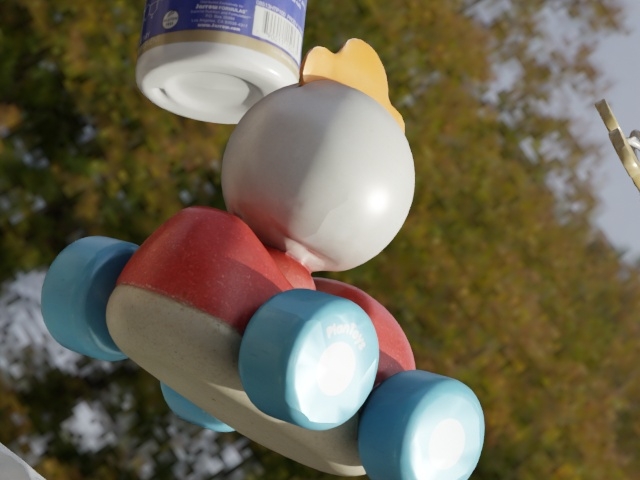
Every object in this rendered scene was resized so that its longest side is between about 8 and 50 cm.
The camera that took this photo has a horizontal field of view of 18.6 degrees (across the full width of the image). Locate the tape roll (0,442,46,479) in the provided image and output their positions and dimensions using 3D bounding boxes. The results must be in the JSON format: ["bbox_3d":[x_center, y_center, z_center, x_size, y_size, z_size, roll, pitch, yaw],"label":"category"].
[{"bbox_3d":[-0.181,0.221,1.165,0.286,0.100,0.286,37,-20,16],"label":"tape roll"}]

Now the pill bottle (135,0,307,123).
[{"bbox_3d":[-0.062,-0.185,1.341,0.112,0.112,0.187,141,-41,-63],"label":"pill bottle"}]

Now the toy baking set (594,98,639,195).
[{"bbox_3d":[0.263,-0.008,1.432,0.197,0.030,0.256,67,11,17],"label":"toy baking set"}]

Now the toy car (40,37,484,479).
[{"bbox_3d":[0.000,0.000,1.150,0.219,0.238,0.210,13,-18,46],"label":"toy car"}]
